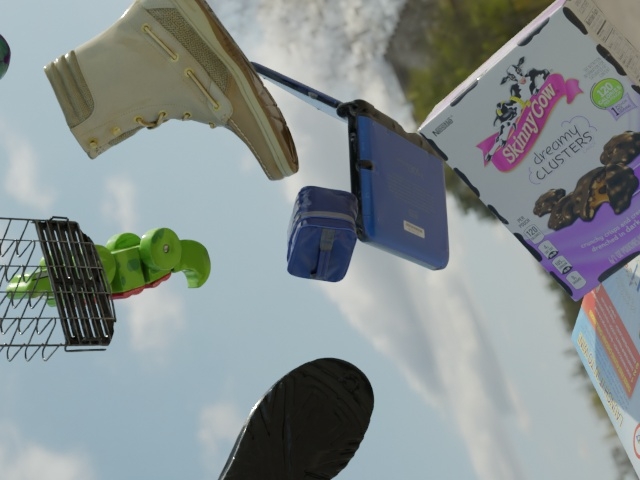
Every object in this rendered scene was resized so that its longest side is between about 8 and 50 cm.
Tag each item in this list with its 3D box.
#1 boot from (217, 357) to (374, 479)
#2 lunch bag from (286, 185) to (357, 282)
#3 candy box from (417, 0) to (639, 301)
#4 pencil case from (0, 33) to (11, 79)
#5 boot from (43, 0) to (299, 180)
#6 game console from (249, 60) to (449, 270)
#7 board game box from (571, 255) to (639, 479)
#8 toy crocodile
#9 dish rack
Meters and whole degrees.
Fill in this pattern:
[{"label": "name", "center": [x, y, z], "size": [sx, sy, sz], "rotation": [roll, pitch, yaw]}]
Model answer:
[{"label": "boot", "center": [-0.065, 0.220, 1.413], "size": [0.094, 0.246, 0.207], "rotation": [37, 161, -6]}, {"label": "lunch bag", "center": [0.000, 0.000, 1.613], "size": [0.098, 0.067, 0.065], "rotation": [104, 172, -47]}, {"label": "candy box", "center": [0.206, -0.077, 1.264], "size": [0.196, 0.165, 0.070], "rotation": [46, -150, -5]}, {"label": "pencil case", "center": [-0.405, -0.188, 1.716], "size": [0.151, 0.070, 0.064], "rotation": [-41, -60, -61]}, {"label": "boot", "center": [-0.164, -0.138, 1.720], "size": [0.262, 0.203, 0.095], "rotation": [56, -173, 0]}, {"label": "game console", "center": [0.038, -0.093, 2.033], "size": [0.293, 0.173, 0.250], "rotation": [20, -115, -63]}, {"label": "board game box", "center": [0.415, 0.087, 1.839], "size": [0.308, 0.086, 0.302], "rotation": [-106, 23, -55]}, {"label": "toy crocodile", "center": [-0.309, 0.049, 2.312], "size": [0.340, 0.115, 0.105], "rotation": [-15, -84, -47]}, {"label": "dish rack", "center": [-0.378, 0.058, 1.821], "size": [0.271, 0.074, 0.208], "rotation": [2, -125, -33]}]
